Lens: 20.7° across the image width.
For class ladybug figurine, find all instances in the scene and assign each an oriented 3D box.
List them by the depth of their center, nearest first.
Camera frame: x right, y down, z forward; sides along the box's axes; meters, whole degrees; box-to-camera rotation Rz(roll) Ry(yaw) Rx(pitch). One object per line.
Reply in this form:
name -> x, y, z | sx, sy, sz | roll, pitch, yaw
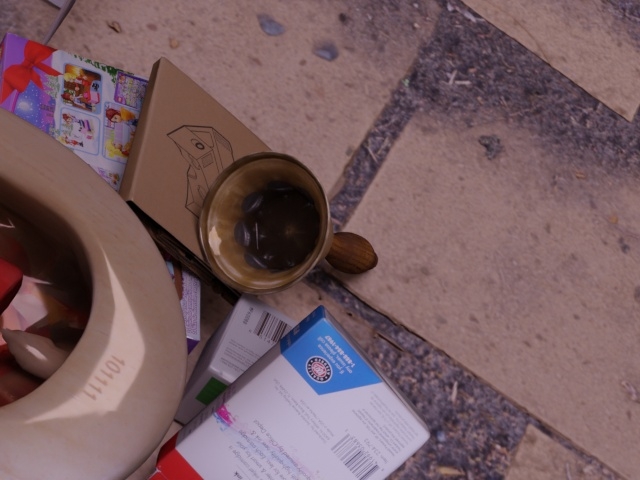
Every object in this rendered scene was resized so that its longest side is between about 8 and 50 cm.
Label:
ladybug figurine -> -0.308, 0.042, 1.337 | 0.449, 0.162, 0.305 | 35, 67, 9

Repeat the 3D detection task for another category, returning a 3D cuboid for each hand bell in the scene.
hand bell -> 0.000, 0.000, 1.615 | 0.126, 0.126, 0.242 | 59, 17, 20

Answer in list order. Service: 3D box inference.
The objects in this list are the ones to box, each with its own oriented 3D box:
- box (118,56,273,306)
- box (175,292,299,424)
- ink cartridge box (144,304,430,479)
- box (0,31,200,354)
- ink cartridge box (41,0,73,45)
box -> -0.108, -0.053, 1.598 | 0.164, 0.021, 0.201 | 42, 36, -28
box -> -0.057, 0.123, 1.523 | 0.101, 0.087, 0.102 | 32, 45, -7
ink cartridge box -> -0.040, 0.180, 1.427 | 0.134, 0.231, 0.078 | 48, 3, -7
box -> -0.209, -0.039, 1.578 | 0.201, 0.057, 0.293 | 17, 48, -23
ink cartridge box -> -0.227, -0.376, 1.730 | 0.119, 0.207, 0.353 | 31, 44, -10
